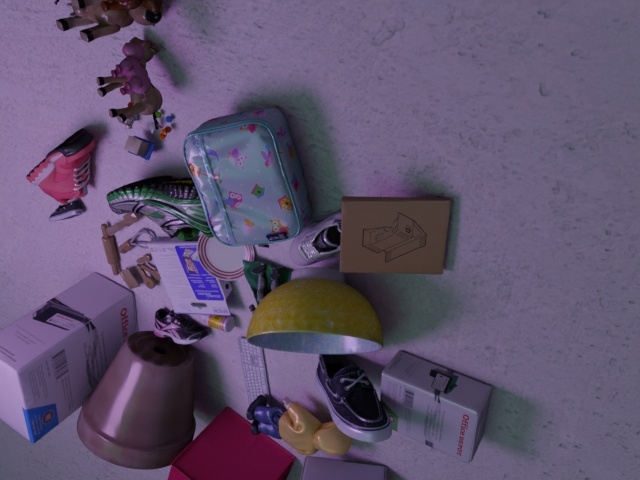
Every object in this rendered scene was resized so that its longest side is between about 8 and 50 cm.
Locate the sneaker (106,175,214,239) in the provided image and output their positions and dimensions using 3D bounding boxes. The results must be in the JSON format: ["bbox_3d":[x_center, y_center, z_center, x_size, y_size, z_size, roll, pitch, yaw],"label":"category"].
[{"bbox_3d":[-0.360,-0.068,1.642,0.344,0.134,0.146,5,109,34],"label":"sneaker"}]

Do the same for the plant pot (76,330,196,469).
[{"bbox_3d":[-0.472,0.414,1.956,0.323,0.323,0.280,27,107,20],"label":"plant pot"}]

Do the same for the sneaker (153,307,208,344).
[{"bbox_3d":[-0.385,0.227,1.916,0.178,0.072,0.077,6,110,27],"label":"sneaker"}]

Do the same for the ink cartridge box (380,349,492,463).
[{"bbox_3d":[0.243,0.355,1.524,0.220,0.092,0.160,19,128,25],"label":"ink cartridge box"}]

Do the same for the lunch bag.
[{"bbox_3d":[-0.149,-0.117,1.454,0.224,0.108,0.279,-7,114,19],"label":"lunch bag"}]

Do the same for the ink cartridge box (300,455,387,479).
[{"bbox_3d":[0.055,0.702,1.823,0.211,0.121,0.289,4,123,6],"label":"ink cartridge box"}]

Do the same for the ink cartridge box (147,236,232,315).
[{"bbox_3d":[-0.322,0.090,1.793,0.206,0.045,0.208,-1,115,35],"label":"ink cartridge box"}]

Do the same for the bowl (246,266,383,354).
[{"bbox_3d":[-0.008,0.144,1.503,0.290,0.290,0.155,-11,68,40],"label":"bowl"}]

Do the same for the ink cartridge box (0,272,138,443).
[{"bbox_3d":[-0.709,0.316,1.982,0.166,0.395,0.285,25,130,24],"label":"ink cartridge box"}]

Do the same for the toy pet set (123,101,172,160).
[{"bbox_3d":[-0.394,-0.243,1.637,0.122,0.065,0.114,23,94,19],"label":"toy pet set"}]

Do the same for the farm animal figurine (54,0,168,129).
[{"bbox_3d":[-0.401,-0.439,1.439,0.327,0.172,0.330,42,143,23],"label":"farm animal figurine"}]

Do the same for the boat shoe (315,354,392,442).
[{"bbox_3d":[0.067,0.325,1.558,0.301,0.108,0.102,-134,41,-63],"label":"boat shoe"}]

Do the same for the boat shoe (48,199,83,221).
[{"bbox_3d":[-0.703,-0.080,1.965,0.142,0.049,0.040,-11,92,38],"label":"boat shoe"}]

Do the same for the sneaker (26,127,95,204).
[{"bbox_3d":[-0.629,-0.181,1.817,0.136,0.116,0.314,50,142,-16],"label":"sneaker"}]

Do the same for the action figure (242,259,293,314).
[{"bbox_3d":[-0.123,0.159,1.688,0.137,0.063,0.232,17,131,21],"label":"action figure"}]

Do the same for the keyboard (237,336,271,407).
[{"bbox_3d":[-0.172,0.364,1.886,0.072,0.014,0.255,13,125,29],"label":"keyboard"}]

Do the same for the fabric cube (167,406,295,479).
[{"bbox_3d":[-0.262,0.683,1.994,0.259,0.254,0.258,34,131,15],"label":"fabric cube"}]

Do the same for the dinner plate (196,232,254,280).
[{"bbox_3d":[-0.222,0.027,1.676,0.141,0.017,0.141,3,110,9],"label":"dinner plate"}]

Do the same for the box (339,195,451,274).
[{"bbox_3d":[0.138,-0.009,1.347,0.201,0.021,0.164,1,123,1],"label":"box"}]

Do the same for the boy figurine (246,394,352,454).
[{"bbox_3d":[-0.052,0.471,1.809,0.285,0.092,0.177,5,124,30],"label":"boy figurine"}]

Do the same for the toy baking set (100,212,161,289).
[{"bbox_3d":[-0.505,0.024,1.900,0.197,0.030,0.256,9,123,28],"label":"toy baking set"}]

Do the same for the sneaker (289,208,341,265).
[{"bbox_3d":[0.000,0.000,1.470,0.090,0.095,0.235,51,136,-5],"label":"sneaker"}]

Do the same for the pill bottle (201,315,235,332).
[{"bbox_3d":[-0.263,0.204,1.827,0.083,0.043,0.043,15,126,28],"label":"pill bottle"}]
